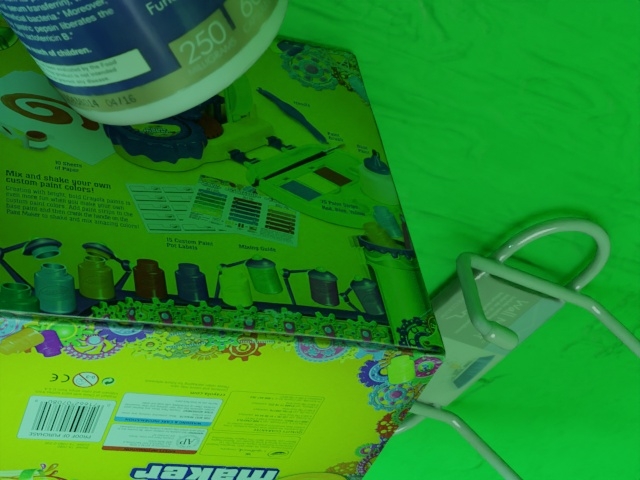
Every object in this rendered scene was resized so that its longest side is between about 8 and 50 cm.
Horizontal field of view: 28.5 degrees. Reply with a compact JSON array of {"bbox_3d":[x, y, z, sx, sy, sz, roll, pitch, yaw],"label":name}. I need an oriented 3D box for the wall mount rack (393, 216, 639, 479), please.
[{"bbox_3d":[0.178,0.143,1.165,0.304,0.130,0.350,20,130,-33],"label":"wall mount rack"}]

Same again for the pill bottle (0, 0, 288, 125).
[{"bbox_3d":[-0.134,-0.201,0.664,0.153,0.153,0.265,-23,132,11],"label":"pill bottle"}]

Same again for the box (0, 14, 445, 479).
[{"bbox_3d":[-0.111,0.005,0.816,0.290,0.279,0.177,7,135,-22],"label":"box"}]
